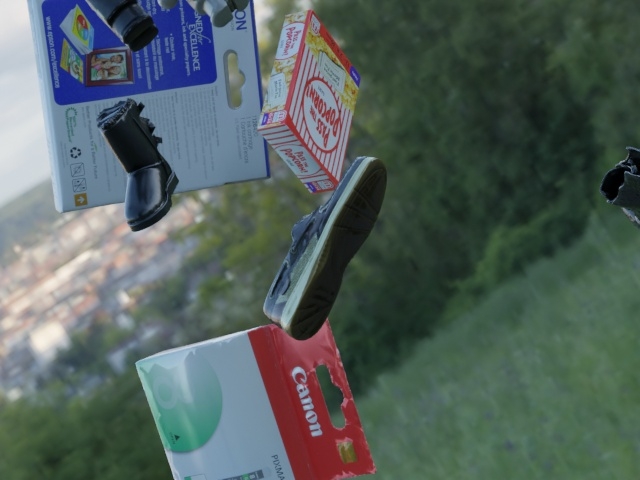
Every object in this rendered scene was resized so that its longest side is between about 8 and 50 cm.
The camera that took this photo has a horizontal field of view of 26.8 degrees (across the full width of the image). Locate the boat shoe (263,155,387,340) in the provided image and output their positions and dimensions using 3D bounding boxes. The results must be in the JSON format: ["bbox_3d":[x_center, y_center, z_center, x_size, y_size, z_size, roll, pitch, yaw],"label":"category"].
[{"bbox_3d":[0.000,0.000,1.031,0.152,0.049,0.056,-62,-33,-4],"label":"boat shoe"}]

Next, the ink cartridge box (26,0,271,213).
[{"bbox_3d":[-0.236,-0.211,1.875,0.307,0.304,0.072,-11,16,-22],"label":"ink cartridge box"}]

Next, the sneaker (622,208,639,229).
[{"bbox_3d":[0.532,-0.119,1.558,0.410,0.182,0.158,-19,43,-14],"label":"sneaker"}]

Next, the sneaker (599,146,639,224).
[{"bbox_3d":[0.311,-0.050,1.303,0.170,0.089,0.051,126,156,-80],"label":"sneaker"}]

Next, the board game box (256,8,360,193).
[{"bbox_3d":[-0.012,-0.182,1.764,0.045,0.147,0.193,-8,54,29],"label":"board game box"}]

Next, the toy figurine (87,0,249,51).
[{"bbox_3d":[-0.151,-0.315,1.343,0.209,0.148,0.213,-26,-22,-44],"label":"toy figurine"}]

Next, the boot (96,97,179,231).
[{"bbox_3d":[-0.177,-0.074,1.269,0.045,0.099,0.121,-21,24,17],"label":"boot"}]

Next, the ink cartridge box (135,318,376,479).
[{"bbox_3d":[-0.071,0.185,1.399,0.224,0.181,0.056,-16,4,34],"label":"ink cartridge box"}]
